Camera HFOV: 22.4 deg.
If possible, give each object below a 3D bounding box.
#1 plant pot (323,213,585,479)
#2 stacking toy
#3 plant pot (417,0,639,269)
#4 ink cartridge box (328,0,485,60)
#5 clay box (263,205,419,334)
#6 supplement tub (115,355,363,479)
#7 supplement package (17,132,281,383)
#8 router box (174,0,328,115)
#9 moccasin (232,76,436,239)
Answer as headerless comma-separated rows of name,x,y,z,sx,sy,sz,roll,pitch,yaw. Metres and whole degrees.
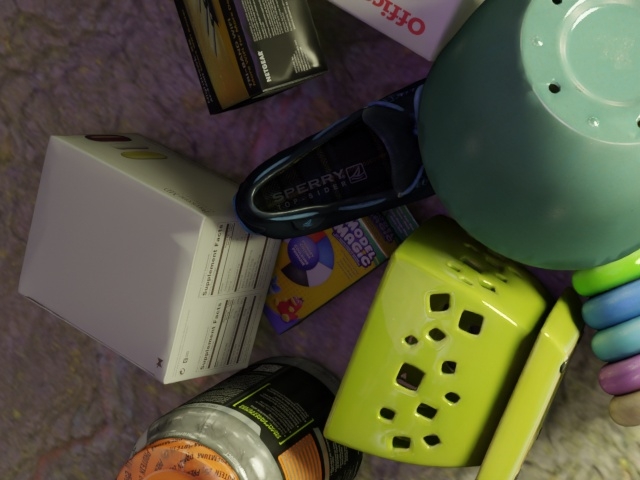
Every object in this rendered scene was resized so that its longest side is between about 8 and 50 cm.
plant pot,0.156,0.126,1.731,0.207,0.228,0.227,25,108,11
stacking toy,0.311,0.021,1.692,0.141,0.141,0.330,-24,87,26
plant pot,0.254,-0.142,1.550,0.293,0.235,0.293,1,74,-5
ink cartridge box,0.115,-0.362,1.700,0.211,0.121,0.289,32,112,15
clay box,0.000,0.000,1.843,0.222,0.053,0.127,-37,84,36
supplement tub,-0.091,0.256,1.808,0.193,0.316,0.194,5,102,23
supplement package,-0.198,0.013,1.864,0.262,0.145,0.204,27,111,34
router box,-0.105,-0.303,1.749,0.081,0.243,0.309,-19,93,-16
moccasin,0.074,-0.083,1.714,0.342,0.117,0.138,-30,89,-2
